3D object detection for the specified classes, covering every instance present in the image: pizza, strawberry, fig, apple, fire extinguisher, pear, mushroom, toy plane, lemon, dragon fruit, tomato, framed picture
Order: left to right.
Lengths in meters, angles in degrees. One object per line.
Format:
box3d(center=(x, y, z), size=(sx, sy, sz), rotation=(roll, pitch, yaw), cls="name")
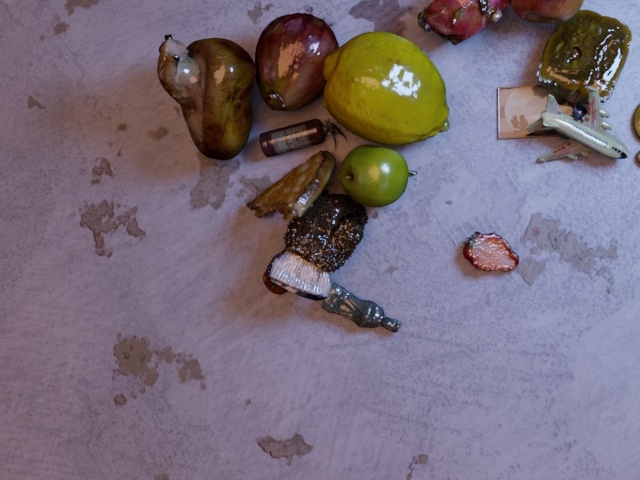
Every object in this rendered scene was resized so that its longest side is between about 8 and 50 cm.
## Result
box3d(center=(-0.313, -0.390, 1.749), size=(0.260, 0.345, 0.345), rotation=(-8, 86, -25), cls="mushroom")
box3d(center=(-0.113, 0.105, 1.823), size=(0.087, 0.075, 0.087), rotation=(5, 110, 15), cls="tomato")
box3d(center=(-0.080, -0.111, 1.745), size=(0.288, 0.251, 0.074), rotation=(-34, 110, 17), cls="pizza")
box3d(center=(-0.072, -0.472, 1.755), size=(0.224, 0.224, 0.263), rotation=(28, 105, 13), cls="fig")
box3d(center=(-0.046, -0.277, 1.819), size=(0.231, 0.071, 0.099), rotation=(-11, 114, 12), cls="fire extinguisher")
box3d(center=(0.157, -0.174, 1.723), size=(0.180, 0.216, 0.166), rotation=(-2, 102, 56), cls="pear")
box3d(center=(0.164, -0.378, 1.660), size=(0.316, 0.285, 0.285), rotation=(2, 90, 14), cls="lemon")
box3d(center=(0.382, -0.588, 1.644), size=(0.282, 0.211, 0.147), rotation=(-39, 92, -7), cls="dragon fruit")
box3d(center=(0.435, 0.034, 1.701), size=(0.152, 0.048, 0.104), rotation=(30, 89, -1), cls="strawberry")
box3d(center=(0.559, -0.332, 1.691), size=(0.201, 0.010, 0.135), rotation=(0, 90, 14), cls="framed picture")
box3d(center=(0.540, -0.602, 1.537), size=(0.199, 0.199, 0.199), rotation=(0, 89, 14), cls="apple")
box3d(center=(0.639, -0.264, 1.609), size=(0.244, 0.092, 0.229), rotation=(21, 135, -2), cls="toy plane")

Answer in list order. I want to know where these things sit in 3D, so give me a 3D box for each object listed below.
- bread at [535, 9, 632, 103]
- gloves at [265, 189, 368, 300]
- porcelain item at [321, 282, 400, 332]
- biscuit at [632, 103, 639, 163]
box3d(center=(0.643, -0.449, 1.614), size=(0.192, 0.110, 0.209), rotation=(23, 91, 15), cls="bread")
box3d(center=(0.004, 0.003, 1.740), size=(0.210, 0.135, 0.312), rotation=(21, 79, 18), cls="gloves")
box3d(center=(0.111, 0.194, 1.774), size=(0.216, 0.069, 0.081), rotation=(26, 91, 8), cls="porcelain item")
box3d(center=(0.854, -0.248, 1.605), size=(0.180, 0.039, 0.236), rotation=(-24, 82, 14), cls="biscuit")
